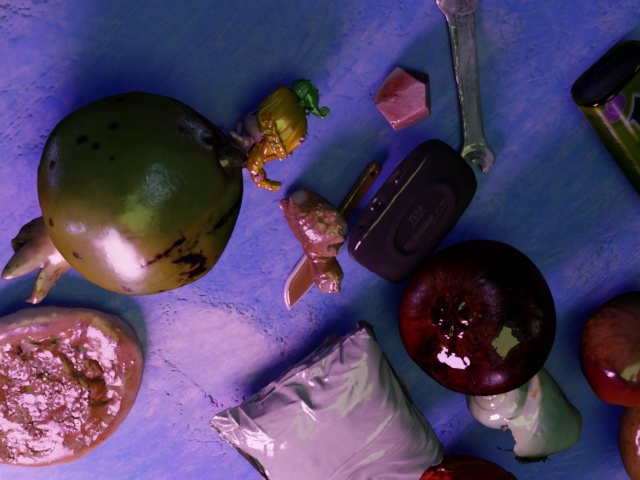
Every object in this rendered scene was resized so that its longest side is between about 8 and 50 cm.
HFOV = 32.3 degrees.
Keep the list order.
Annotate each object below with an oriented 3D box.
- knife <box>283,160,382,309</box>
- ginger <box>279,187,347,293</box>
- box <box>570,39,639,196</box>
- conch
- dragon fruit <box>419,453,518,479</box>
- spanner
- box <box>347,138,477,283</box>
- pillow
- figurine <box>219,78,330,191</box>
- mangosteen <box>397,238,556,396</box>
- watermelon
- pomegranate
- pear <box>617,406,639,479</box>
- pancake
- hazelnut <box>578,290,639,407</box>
[{"bbox_3d":[0.019,-0.003,1.606,0.046,0.022,0.256,28,102,-33],"label":"knife"},{"bbox_3d":[0.006,-0.001,1.551,0.067,0.096,0.165,-44,117,-42],"label":"ginger"},{"bbox_3d":[0.517,-0.141,1.685,0.134,0.097,0.345,-47,121,-4],"label":"box"},{"bbox_3d":[0.339,0.286,1.794,0.137,0.143,0.250,-36,124,8],"label":"conch"},{"bbox_3d":[0.235,0.463,1.795,0.252,0.241,0.241,38,97,-16],"label":"dragon fruit"},{"bbox_3d":[0.208,-0.229,1.571,0.071,0.017,0.302,-16,118,-13],"label":"spanner"},{"bbox_3d":[0.139,-0.036,1.587,0.212,0.042,0.201,-51,146,7],"label":"box"},{"bbox_3d":[0.019,0.298,1.685,0.283,0.138,0.310,-30,120,5],"label":"pillow"},{"bbox_3d":[-0.054,-0.139,1.470,0.156,0.095,0.115,-37,110,4],"label":"figurine"},{"bbox_3d":[0.245,0.119,1.652,0.236,0.235,0.261,-58,153,12],"label":"mangosteen"},{"bbox_3d":[0.123,-0.188,1.530,0.092,0.072,0.084,30,118,-34],"label":"watermelon"},{"bbox_3d":[-0.248,-0.038,1.371,0.340,0.260,0.260,-37,122,15],"label":"pomegranate"},{"bbox_3d":[0.606,0.334,1.881,0.211,0.188,0.229,17,109,-48],"label":"pear"},{"bbox_3d":[-0.380,0.204,1.542,0.282,0.049,0.283,-8,119,-15],"label":"pancake"},{"bbox_3d":[0.519,0.186,1.804,0.208,0.208,0.208,-8,117,-17],"label":"hazelnut"}]
